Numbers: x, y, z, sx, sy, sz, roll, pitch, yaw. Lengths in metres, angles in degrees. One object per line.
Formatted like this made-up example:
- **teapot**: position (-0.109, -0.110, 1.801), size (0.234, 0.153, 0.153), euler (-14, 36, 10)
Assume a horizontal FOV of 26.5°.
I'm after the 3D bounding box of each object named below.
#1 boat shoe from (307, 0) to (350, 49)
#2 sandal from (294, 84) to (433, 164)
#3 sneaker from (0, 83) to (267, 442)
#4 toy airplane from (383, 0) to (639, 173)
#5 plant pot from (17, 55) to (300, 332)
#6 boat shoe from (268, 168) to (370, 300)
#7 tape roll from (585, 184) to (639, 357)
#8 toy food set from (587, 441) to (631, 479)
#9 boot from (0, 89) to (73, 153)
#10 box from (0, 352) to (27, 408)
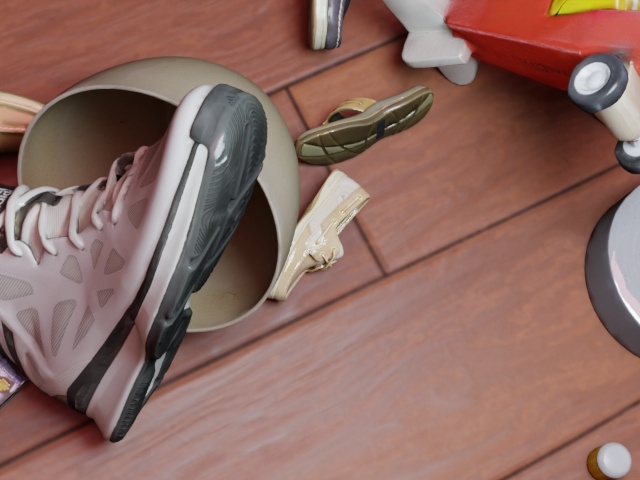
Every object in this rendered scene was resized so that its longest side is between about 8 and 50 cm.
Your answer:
- **boat shoe**: position (0.042, -0.346, 1.577), size (0.092, 0.103, 0.285), euler (11, 65, -3)
- **sandal**: position (0.044, -0.137, 1.531), size (0.180, 0.072, 0.049), euler (-26, 65, -19)
- **sneaker**: position (-0.227, -0.007, 1.245), size (0.258, 0.447, 0.169), euler (30, 43, 1)
- **toy airplane**: position (0.258, -0.260, 1.446), size (0.384, 0.386, 0.272), euler (35, 84, 1)
- **plant pot**: position (-0.134, -0.075, 1.389), size (0.284, 0.284, 0.191), euler (34, 41, 0)
- **boat shoe**: position (0.000, 0.000, 1.479), size (0.059, 0.063, 0.170), euler (29, 69, 5)
- **tape roll**: position (0.417, 0.033, 1.551), size (0.219, 0.072, 0.219), euler (3, 72, -10)
- **toy food set**: position (0.410, 0.271, 1.457), size (0.232, 0.104, 0.111), euler (14, 71, -7)
- **boot**: position (-0.388, -0.055, 1.398), size (0.262, 0.095, 0.203), euler (6, 72, -8)
- **box**: position (-0.378, 0.128, 1.379), size (0.137, 0.027, 0.094), euler (43, 71, 3)
